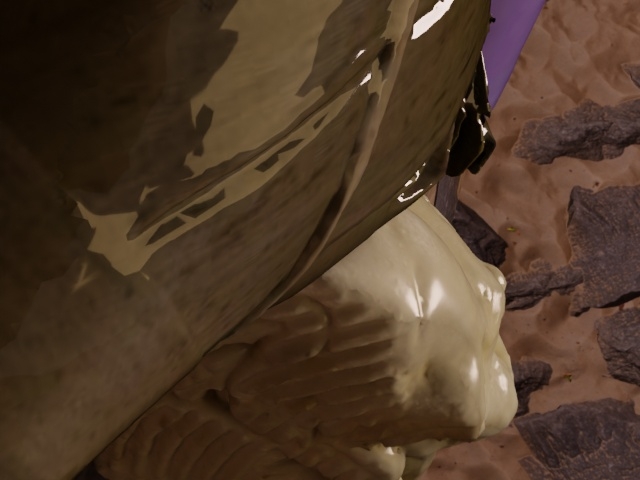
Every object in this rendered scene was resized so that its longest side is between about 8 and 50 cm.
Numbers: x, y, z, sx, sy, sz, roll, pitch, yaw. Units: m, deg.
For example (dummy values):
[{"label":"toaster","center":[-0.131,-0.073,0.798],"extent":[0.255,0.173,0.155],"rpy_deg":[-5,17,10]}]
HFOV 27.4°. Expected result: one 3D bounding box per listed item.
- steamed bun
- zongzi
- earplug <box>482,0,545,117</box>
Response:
[{"label":"steamed bun","center":[-0.015,0.056,0.820],"extent":[0.289,0.275,0.203],"rpy_deg":[57,32,-42]},{"label":"zongzi","center":[-0.089,-0.129,0.329],"extent":[0.467,0.218,0.500],"rpy_deg":[-53,153,-46]},{"label":"earplug","center":[0.066,-0.252,0.603],"extent":[0.456,0.215,0.215],"rpy_deg":[115,-1,-51]}]
